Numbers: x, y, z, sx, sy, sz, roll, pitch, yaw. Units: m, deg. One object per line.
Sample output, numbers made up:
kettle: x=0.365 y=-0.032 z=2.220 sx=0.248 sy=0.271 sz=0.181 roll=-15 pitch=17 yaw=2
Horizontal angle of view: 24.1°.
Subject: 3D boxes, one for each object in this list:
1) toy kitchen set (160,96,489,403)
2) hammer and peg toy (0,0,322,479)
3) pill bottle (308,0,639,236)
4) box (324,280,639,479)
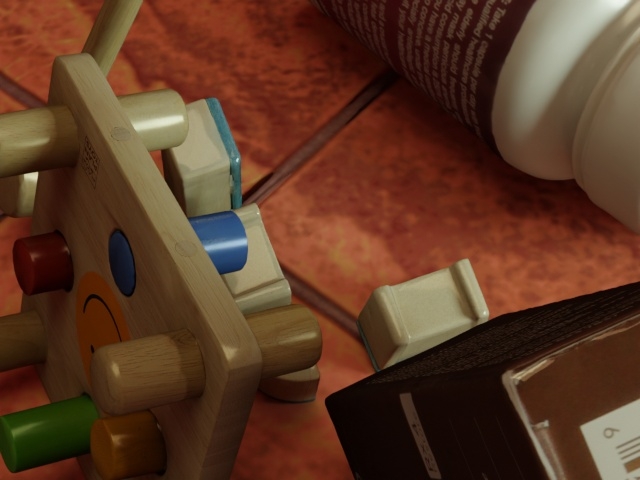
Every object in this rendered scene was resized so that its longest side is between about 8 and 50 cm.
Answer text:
toy kitchen set: x=0.000 y=0.000 z=1.033 sx=0.166 sy=0.122 sz=0.207 roll=-19 pitch=74 yaw=-10
hammer and peg toy: x=-0.143 y=0.019 z=0.918 sx=0.127 sy=0.266 sz=0.361 roll=-11 pitch=51 yaw=-28
pill bottle: x=0.151 y=-0.185 z=1.070 sx=0.224 sy=0.224 sz=0.392 roll=-35 pitch=58 yaw=-20
box: x=0.125 y=0.129 z=0.712 sx=0.143 sy=0.381 sz=0.191 roll=-22 pitch=86 yaw=-10
